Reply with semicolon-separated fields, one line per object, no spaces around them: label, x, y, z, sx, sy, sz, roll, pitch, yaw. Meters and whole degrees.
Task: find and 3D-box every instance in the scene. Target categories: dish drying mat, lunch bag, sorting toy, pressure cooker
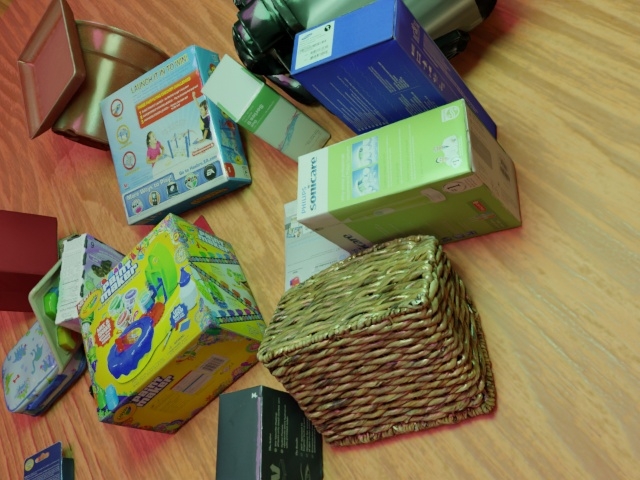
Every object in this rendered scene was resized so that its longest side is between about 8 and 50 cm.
dish drying mat;-0.252;-0.021;1.389;0.032;0.008;0.083;-47;49;10
lunch bag;-0.647;0.292;1.493;0.219;0.090;0.176;-46;49;12
sorting toy;-0.550;0.154;1.387;0.038;0.208;0.193;-6;23;4
pressure cooker;0.042;-0.428;1.112;0.420;0.370;0.376;-33;50;17

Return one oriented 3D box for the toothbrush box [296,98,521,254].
toothbrush box;0.135;-0.077;0.988;0.283;0.206;0.122;-17;61;32

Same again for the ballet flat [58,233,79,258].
ballet flat;-0.602;0.054;1.585;0.067;0.073;0.206;-36;55;1

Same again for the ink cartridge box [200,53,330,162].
ink cartridge box;-0.103;-0.247;1.244;0.093;0.212;0.154;-54;49;9

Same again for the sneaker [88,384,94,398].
sneaker;-0.454;0.301;1.353;0.063;0.073;0.162;-45;50;12

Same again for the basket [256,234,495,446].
basket;0.094;0.152;0.992;0.299;0.223;0.213;-24;24;27

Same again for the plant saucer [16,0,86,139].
plant saucer;-0.636;-0.408;1.517;0.258;0.047;0.259;-37;62;35

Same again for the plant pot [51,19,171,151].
plant pot;-0.543;-0.371;1.618;0.272;0.272;0.265;11;85;40

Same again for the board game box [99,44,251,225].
board game box;-0.327;-0.221;1.415;0.308;0.086;0.302;-19;82;30

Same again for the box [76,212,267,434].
box;-0.286;0.161;1.222;0.290;0.177;0.279;-42;50;15

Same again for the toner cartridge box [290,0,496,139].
toner cartridge box;0.125;-0.207;0.960;0.165;0.347;0.075;-8;64;34

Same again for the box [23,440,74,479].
box;-0.578;0.557;1.356;0.136;0.036;0.225;-30;56;23

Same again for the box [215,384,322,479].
box;-0.077;0.322;1.000;0.093;0.158;0.156;-18;60;30

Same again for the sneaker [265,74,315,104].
sneaker;-0.069;-0.374;1.360;0.097;0.084;0.234;-51;49;6

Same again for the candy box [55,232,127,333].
candy box;-0.487;0.109;1.401;0.070;0.165;0.196;-17;60;18

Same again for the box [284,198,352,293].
box;0.000;0.000;1.168;0.145;0.038;0.186;-19;59;30

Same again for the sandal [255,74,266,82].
sandal;-0.207;-0.307;1.437;0.219;0.090;0.060;-23;74;26

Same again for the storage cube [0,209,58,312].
storage cube;-0.775;0.050;1.598;0.184;0.193;0.215;-51;43;39
